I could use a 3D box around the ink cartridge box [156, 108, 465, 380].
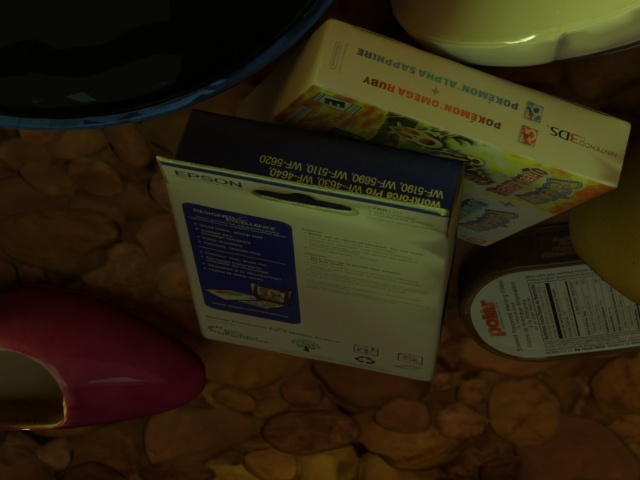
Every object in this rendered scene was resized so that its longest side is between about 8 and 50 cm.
[{"bbox_3d":[0.000,0.000,1.200,0.165,0.065,0.332,12,162,4],"label":"ink cartridge box"}]

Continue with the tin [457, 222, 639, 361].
[{"bbox_3d":[0.186,0.033,1.341,0.190,0.040,0.106,-8,131,13],"label":"tin"}]

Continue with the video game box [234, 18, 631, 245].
[{"bbox_3d":[0.057,-0.058,1.182,0.187,0.048,0.205,16,166,-13],"label":"video game box"}]

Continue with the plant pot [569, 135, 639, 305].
[{"bbox_3d":[0.212,-0.014,1.235,0.095,0.134,0.134,10,142,31],"label":"plant pot"}]

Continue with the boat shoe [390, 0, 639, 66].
[{"bbox_3d":[0.219,-0.142,1.098,0.341,0.127,0.158,-10,152,30],"label":"boat shoe"}]

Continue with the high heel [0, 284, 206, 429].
[{"bbox_3d":[-0.273,0.129,1.374,0.377,0.181,0.127,2,136,4],"label":"high heel"}]

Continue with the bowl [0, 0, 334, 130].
[{"bbox_3d":[-0.147,-0.219,1.040,0.391,0.077,0.391,-2,132,-2],"label":"bowl"}]
